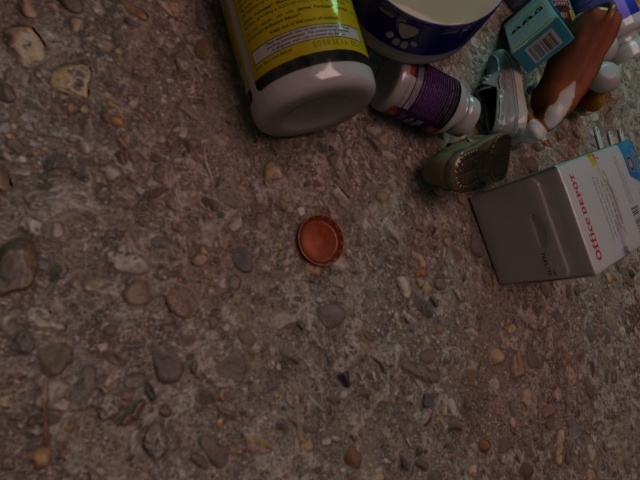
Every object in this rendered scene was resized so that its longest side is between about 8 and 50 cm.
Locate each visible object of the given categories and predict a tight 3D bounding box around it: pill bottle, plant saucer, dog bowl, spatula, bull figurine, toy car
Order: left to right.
[{"bbox_3d":[-0.049,-0.343,0.627,0.187,0.188,0.334,-14,87,-29],"label":"pill bottle"},{"bbox_3d":[0.000,0.000,0.682,0.083,0.013,0.084,6,76,-26],"label":"plant saucer"},{"bbox_3d":[0.159,-0.428,0.669,0.264,0.104,0.265,2,83,-12],"label":"dog bowl"},{"bbox_3d":[0.197,-0.262,0.786,0.193,0.108,0.108,15,73,-24],"label":"pill bottle"},{"bbox_3d":[0.520,-0.345,0.920,0.101,0.311,0.188,27,27,0],"label":"bull figurine"},{"bbox_3d":[0.632,-0.403,1.042,0.136,0.159,0.182,3,76,10],"label":"toy car"},{"bbox_3d":[0.745,-0.597,1.120,0.152,0.152,0.272,-31,94,-29],"label":"pill bottle"},{"bbox_3d":[0.806,-0.194,1.145,0.168,0.019,0.242,-4,82,-28],"label":"spatula"}]

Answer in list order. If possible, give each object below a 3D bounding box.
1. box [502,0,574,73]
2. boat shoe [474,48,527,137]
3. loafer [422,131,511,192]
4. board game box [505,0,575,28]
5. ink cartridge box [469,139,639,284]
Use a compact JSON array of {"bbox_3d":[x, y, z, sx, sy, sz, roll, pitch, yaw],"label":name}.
[{"bbox_3d":[0.466,-0.460,0.924,0.060,0.100,0.244,39,41,-17],"label":"box"},{"bbox_3d":[0.378,-0.321,0.909,0.081,0.079,0.228,2,65,-3],"label":"boat shoe"},{"bbox_3d":[0.290,-0.158,0.823,0.268,0.092,0.102,-19,116,-44],"label":"loafer"},{"bbox_3d":[0.543,-0.597,1.066,0.194,0.060,0.194,-18,88,-28],"label":"board game box"},{"bbox_3d":[0.484,-0.053,0.843,0.269,0.197,0.198,-19,89,-30],"label":"ink cartridge box"}]
